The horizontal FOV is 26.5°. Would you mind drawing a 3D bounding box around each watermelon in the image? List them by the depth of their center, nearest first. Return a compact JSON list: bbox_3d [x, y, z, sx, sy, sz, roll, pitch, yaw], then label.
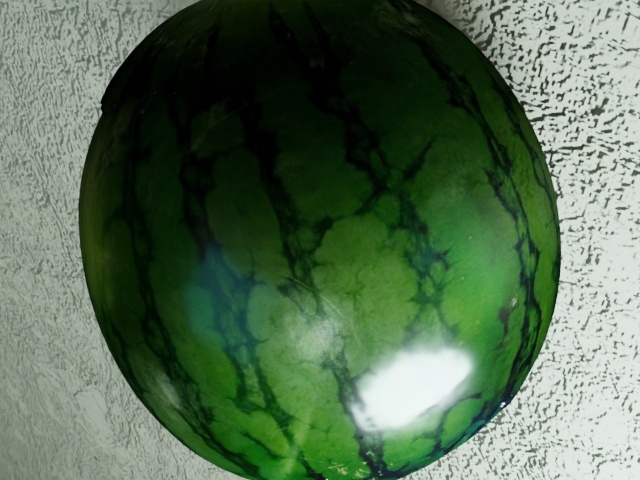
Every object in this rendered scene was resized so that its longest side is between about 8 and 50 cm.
[{"bbox_3d":[0.000,0.000,0.937,0.363,0.363,0.363,32,144,27],"label":"watermelon"}]
